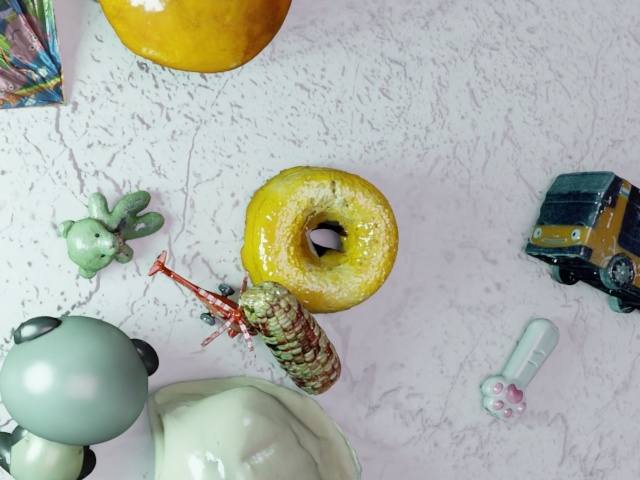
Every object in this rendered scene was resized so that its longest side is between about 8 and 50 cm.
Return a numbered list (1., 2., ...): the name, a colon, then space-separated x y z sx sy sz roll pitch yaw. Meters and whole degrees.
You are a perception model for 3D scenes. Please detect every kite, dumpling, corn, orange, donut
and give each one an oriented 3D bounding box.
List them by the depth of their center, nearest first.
1. kite: -0.436 -0.248 1.222 0.321 0.016 0.234 -47 130 3
2. orange: -0.174 -0.372 1.253 0.284 0.226 0.284 2 84 -22
3. dumpling: -0.072 0.355 1.305 0.315 0.233 0.395 -15 64 -29
4. corn: -0.042 0.142 1.356 0.086 0.086 0.253 -47 136 -16
5. donut: 0.002 0.001 1.409 0.253 0.118 0.253 0 91 -9

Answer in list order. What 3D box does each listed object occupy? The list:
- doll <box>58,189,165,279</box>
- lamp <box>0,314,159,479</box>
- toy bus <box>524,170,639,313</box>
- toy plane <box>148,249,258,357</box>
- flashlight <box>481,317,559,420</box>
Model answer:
1. doll: -0.294 -0.016 1.295 0.150 0.077 0.115 -38 117 -30
2. lamp: -0.342 0.219 1.230 0.197 0.198 0.244 18 107 -24
3. toy bus: 0.546 0.014 1.622 0.323 0.162 0.194 25 81 -24
4. toy plane: -0.172 0.094 1.349 0.194 0.077 0.126 15 84 -22
5. flashlight: 0.361 0.226 1.605 0.093 0.047 0.200 41 77 -19
